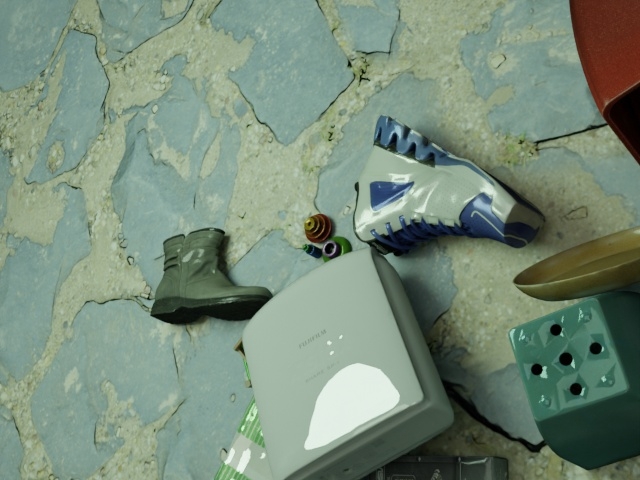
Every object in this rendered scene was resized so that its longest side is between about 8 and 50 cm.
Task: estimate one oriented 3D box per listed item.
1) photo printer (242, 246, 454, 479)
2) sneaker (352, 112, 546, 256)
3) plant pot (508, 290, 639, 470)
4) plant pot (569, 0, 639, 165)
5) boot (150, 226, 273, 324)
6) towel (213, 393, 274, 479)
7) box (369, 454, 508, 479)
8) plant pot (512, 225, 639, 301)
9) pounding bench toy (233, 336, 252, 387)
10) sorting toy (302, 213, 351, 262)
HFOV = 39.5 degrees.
[{"bbox_3d":[0.023,0.167,1.223,0.256,0.107,0.307,-33,45,16],"label":"photo printer"},{"bbox_3d":[0.155,-0.040,1.267,0.315,0.127,0.182,38,101,43],"label":"sneaker"},{"bbox_3d":[0.314,0.152,1.014,0.165,0.234,0.165,-26,62,26],"label":"plant pot"},{"bbox_3d":[0.446,-0.235,1.054,0.267,0.267,0.236,-36,46,20],"label":"plant pot"},{"bbox_3d":[-0.181,0.049,1.486,0.246,0.083,0.161,-6,66,31],"label":"boot"},{"bbox_3d":[-0.064,0.353,1.272,0.248,0.038,0.325,15,71,44],"label":"towel"},{"bbox_3d":[0.150,0.396,1.157,0.183,0.056,0.231,-8,70,31],"label":"box"},{"bbox_3d":[0.346,0.025,1.056,0.236,0.236,0.032,-19,92,28],"label":"plant pot"},{"bbox_3d":[-0.104,0.182,1.402,0.083,0.052,0.065,-52,54,9],"label":"pounding bench toy"},{"bbox_3d":[0.000,0.000,1.398,0.061,0.042,0.102,-46,55,13],"label":"sorting toy"}]
